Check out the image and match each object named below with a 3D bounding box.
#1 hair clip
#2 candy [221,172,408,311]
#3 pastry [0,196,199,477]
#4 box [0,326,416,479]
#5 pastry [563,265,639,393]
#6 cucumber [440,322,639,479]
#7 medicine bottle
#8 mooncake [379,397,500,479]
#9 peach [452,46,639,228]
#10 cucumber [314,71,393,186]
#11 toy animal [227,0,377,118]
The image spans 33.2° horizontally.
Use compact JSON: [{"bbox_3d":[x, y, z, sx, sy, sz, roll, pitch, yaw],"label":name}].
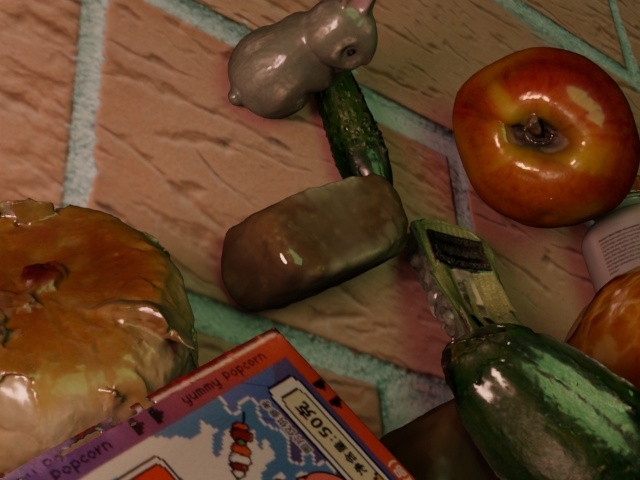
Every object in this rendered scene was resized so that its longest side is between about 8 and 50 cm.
[{"bbox_3d":[0.186,0.100,1.250,0.138,0.091,0.321,8,32,-25],"label":"hair clip"},{"bbox_3d":[0.000,0.000,1.158,0.234,0.104,0.102,-16,76,-49],"label":"candy"},{"bbox_3d":[-0.216,0.065,0.812,0.256,0.121,0.236,5,34,-3],"label":"pastry"},{"bbox_3d":[-0.058,0.305,0.703,0.349,0.257,0.318,45,38,17],"label":"box"},{"bbox_3d":[0.429,0.200,1.235,0.312,0.388,0.389,21,50,-34],"label":"pastry"},{"bbox_3d":[0.251,0.208,1.005,0.325,0.145,0.105,45,29,-9],"label":"cucumber"},{"bbox_3d":[0.474,0.052,1.556,0.157,0.157,0.289,11,57,-40],"label":"medicine bottle"},{"bbox_3d":[0.152,0.307,1.056,0.290,0.161,0.290,27,46,-32],"label":"mooncake"},{"bbox_3d":[0.307,-0.140,1.470,0.281,0.238,0.281,24,10,-4],"label":"peach"},{"bbox_3d":[0.034,-0.146,1.330,0.069,0.069,0.227,5,57,-43],"label":"cucumber"},{"bbox_3d":[-0.001,-0.220,1.218,0.108,0.236,0.138,57,41,-12],"label":"toy animal"}]
